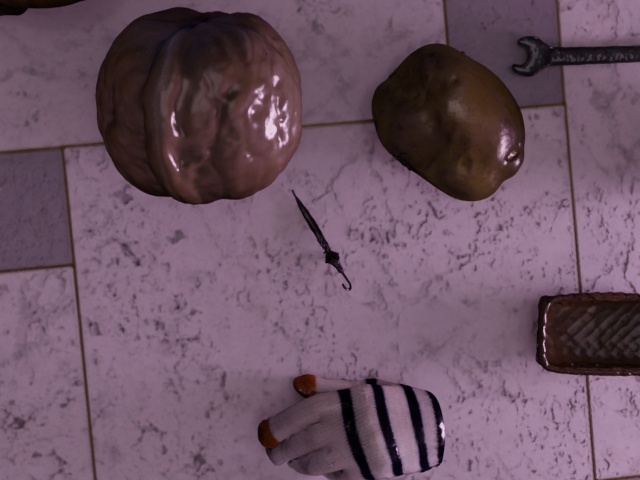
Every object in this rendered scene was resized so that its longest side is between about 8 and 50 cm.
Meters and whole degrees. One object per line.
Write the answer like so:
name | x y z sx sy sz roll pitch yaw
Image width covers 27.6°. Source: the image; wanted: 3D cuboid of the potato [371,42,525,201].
potato | 0.165 -0.146 1.624 0.200 0.137 0.154 41 118 -7

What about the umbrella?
umbrella | 0.002 -0.001 1.668 0.022 0.022 0.149 -30 86 32

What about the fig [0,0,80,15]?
fig | -0.326 -0.376 1.530 0.235 0.214 0.235 -2 68 5

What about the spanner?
spanner | 0.373 -0.242 1.698 0.254 0.015 0.054 -3 92 -6

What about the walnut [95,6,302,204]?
walnut | -0.143 -0.157 1.542 0.248 0.248 0.248 0 93 -6

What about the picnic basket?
picnic basket | 0.372 0.120 1.694 0.193 0.055 0.110 2 91 -6

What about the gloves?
gloves | 0.035 0.239 1.629 0.219 0.131 0.140 -1 90 -15
